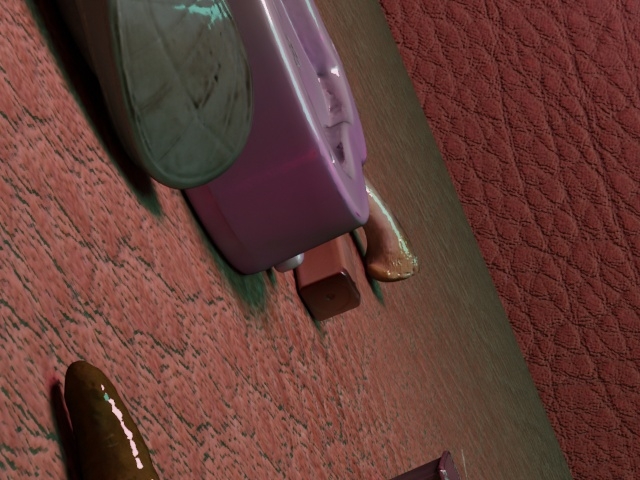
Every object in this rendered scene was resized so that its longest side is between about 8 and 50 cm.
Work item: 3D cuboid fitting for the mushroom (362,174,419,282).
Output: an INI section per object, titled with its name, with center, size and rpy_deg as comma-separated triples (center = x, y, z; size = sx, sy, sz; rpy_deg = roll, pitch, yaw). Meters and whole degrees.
[mushroom]
center = 0.037, -0.047, 1.810
size = 0.202, 0.054, 0.059
rpy_deg = 62, 4, -6

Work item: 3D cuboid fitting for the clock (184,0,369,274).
[clock]
center = -0.054, -0.133, 1.283
size = 0.338, 0.102, 0.338
rpy_deg = -21, 90, -81

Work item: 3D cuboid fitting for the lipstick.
[lipstick]
center = 0.000, 0.000, 1.464
size = 0.145, 0.045, 0.045
rpy_deg = -100, 163, -49

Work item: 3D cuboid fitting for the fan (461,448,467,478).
[fan]
center = 0.158, 0.320, 1.740
size = 0.310, 0.010, 0.182
rpy_deg = -96, 162, -52

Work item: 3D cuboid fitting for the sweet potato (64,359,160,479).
[sweet potato]
center = -0.062, 0.153, 0.713
size = 0.069, 0.059, 0.249
rpy_deg = 98, -29, -67

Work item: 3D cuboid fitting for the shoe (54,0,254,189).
[shoe]
center = -0.116, -0.150, 1.033
size = 0.100, 0.103, 0.251
rpy_deg = 15, -53, 44

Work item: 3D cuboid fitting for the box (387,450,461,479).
[box]
center = 0.084, 0.211, 1.401
size = 0.085, 0.063, 0.060
rpy_deg = -26, 96, -82
